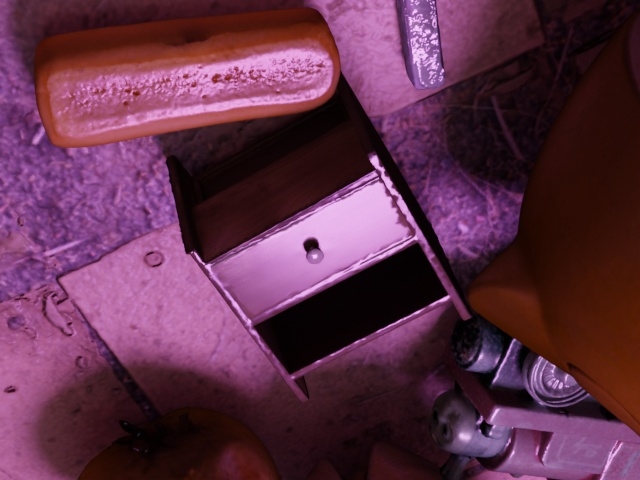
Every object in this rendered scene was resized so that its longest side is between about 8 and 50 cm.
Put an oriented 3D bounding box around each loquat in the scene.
[{"bbox_3d":[-0.132,0.261,1.184,0.213,0.213,0.213,-7,129,-9],"label":"loquat"}]

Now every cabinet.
[{"bbox_3d":[0.000,0.000,1.056,0.174,0.148,0.215,-28,128,7],"label":"cabinet"}]

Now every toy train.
[{"bbox_3d":[0.246,0.163,1.236,0.304,0.150,0.222,12,114,-25],"label":"toy train"}]

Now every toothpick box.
[{"bbox_3d":[0.370,-0.009,0.970,0.425,0.409,0.409,-48,125,2],"label":"toothpick box"}]

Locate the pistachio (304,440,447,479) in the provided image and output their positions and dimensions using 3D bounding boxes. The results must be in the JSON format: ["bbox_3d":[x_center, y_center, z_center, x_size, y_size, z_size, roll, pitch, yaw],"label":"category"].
[{"bbox_3d":[0.096,0.386,1.253,0.281,0.365,0.445,-21,158,1],"label":"pistachio"}]

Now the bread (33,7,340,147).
[{"bbox_3d":[-0.106,-0.133,0.971,0.239,0.074,0.093,-9,118,-10],"label":"bread"}]

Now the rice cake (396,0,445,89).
[{"bbox_3d":[0.075,-0.213,0.984,0.033,0.033,0.208,-14,129,-2],"label":"rice cake"}]
